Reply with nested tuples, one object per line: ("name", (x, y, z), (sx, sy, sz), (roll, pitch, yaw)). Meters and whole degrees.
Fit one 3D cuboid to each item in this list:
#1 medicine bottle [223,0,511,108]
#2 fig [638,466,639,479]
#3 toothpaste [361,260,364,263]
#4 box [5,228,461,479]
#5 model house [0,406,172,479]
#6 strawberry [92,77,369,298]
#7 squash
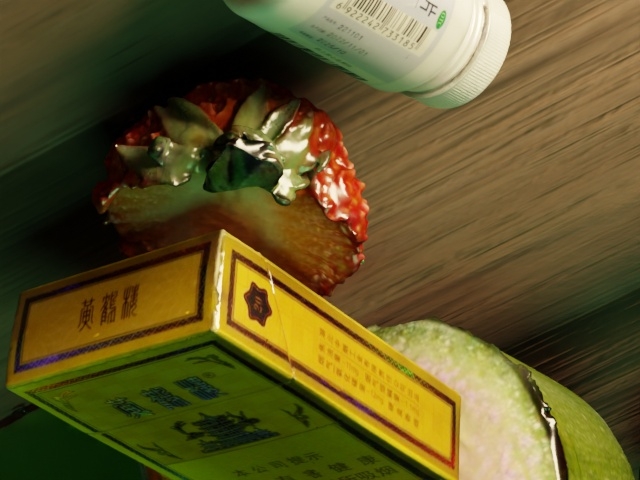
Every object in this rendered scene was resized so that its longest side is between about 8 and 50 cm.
("medicine bottle", (0.030, -0.156, 1.245), (0.103, 0.103, 0.186), (-39, 138, 27))
("fig", (0.383, 0.213, 1.826), (0.203, 0.203, 0.225), (-27, 104, 13))
("toothpaste", (0.000, 0.000, 1.507), (0.017, 0.020, 0.083), (-39, 138, 24))
("box", (-0.056, 0.110, 1.438), (0.193, 0.084, 0.301), (-18, 144, 31))
("model house", (-0.225, 0.328, 1.676), (0.357, 0.242, 0.313), (-28, 145, 13))
("strawberry", (-0.057, -0.030, 1.380), (0.188, 0.106, 0.286), (6, 151, 2))
("squash", (0.130, 0.245, 1.689), (0.310, 0.310, 0.309), (-31, 154, 18))
